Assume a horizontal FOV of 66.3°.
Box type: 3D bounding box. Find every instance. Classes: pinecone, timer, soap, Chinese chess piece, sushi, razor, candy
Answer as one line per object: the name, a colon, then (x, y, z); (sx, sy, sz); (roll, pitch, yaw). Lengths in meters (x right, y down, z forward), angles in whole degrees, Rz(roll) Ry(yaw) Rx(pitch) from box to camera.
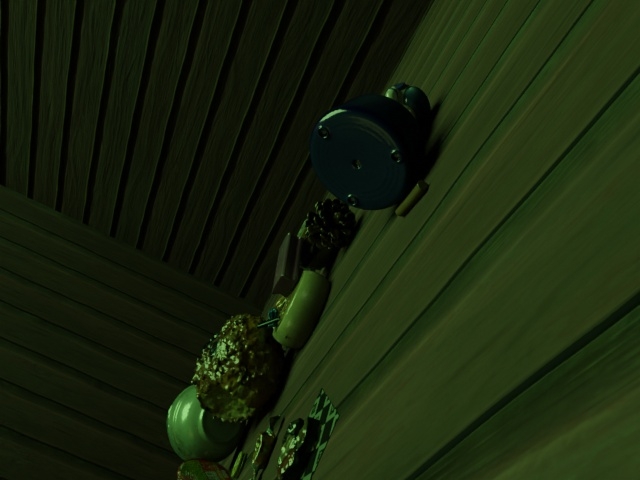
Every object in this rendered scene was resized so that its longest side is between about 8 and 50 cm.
pinecone: (0.034, -0.054, 1.667); (0.149, 0.179, 0.195); (-19, -9, -37)
timer: (0.173, -0.285, 1.254); (0.384, 0.270, 0.270); (-51, -4, -41)
soap: (-0.116, 0.086, 1.747); (0.122, 0.065, 0.203); (122, 160, -45)
Chinese chess piece: (-0.066, 0.231, 1.646); (0.274, 0.102, 0.273); (-63, 6, 11)
sushi: (-0.050, 0.416, 0.976); (0.232, 0.047, 0.219); (-65, 6, -8)
razor: (-0.166, 0.267, 1.678); (0.081, 0.042, 0.253); (-21, 3, -2)
candy: (-0.151, 0.549, 1.303); (0.053, 0.046, 0.182); (124, 168, -65)

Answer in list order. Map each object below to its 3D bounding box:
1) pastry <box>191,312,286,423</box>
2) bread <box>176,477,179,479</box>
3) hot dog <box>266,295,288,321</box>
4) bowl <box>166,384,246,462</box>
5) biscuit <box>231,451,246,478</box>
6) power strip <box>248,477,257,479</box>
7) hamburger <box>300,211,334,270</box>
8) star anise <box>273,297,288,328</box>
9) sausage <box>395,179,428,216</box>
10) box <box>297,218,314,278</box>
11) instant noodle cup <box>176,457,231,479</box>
pastry: (-0.282, 0.436, 1.730); (0.405, 0.292, 0.338); (-52, 13, 49)
bread: (-0.515, 1.021, 1.893); (0.305, 0.158, 0.306); (24, -90, -86)
hot dog: (-0.200, 0.386, 2.204); (0.338, 0.100, 0.135); (-61, -2, 16)
bowl: (-0.412, 0.690, 1.872); (0.163, 0.307, 0.307); (-31, 29, 47)
biscuit: (-0.272, 0.747, 1.631); (0.084, 0.023, 0.084); (-156, 90, -84)
power strip: (-0.187, 0.648, 1.210); (0.175, 0.042, 0.075); (122, 171, -45)
hamburger: (0.000, 0.000, 1.873); (0.262, 0.138, 0.243); (130, 163, -68)
star anise: (-0.129, 0.316, 1.921); (0.214, 0.098, 0.220); (-50, -10, -45)
sausage: (0.197, -0.089, 1.073); (0.116, 0.026, 0.026); (-57, 9, 54)
box: (-0.077, 0.063, 2.377); (0.345, 0.122, 0.385); (-65, 6, -6)
instant noodle cup: (-0.432, 0.904, 1.696); (0.193, 0.192, 0.212); (-143, 72, -84)
